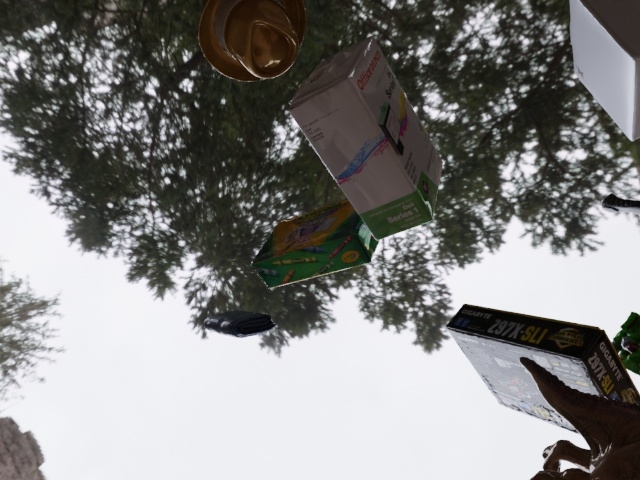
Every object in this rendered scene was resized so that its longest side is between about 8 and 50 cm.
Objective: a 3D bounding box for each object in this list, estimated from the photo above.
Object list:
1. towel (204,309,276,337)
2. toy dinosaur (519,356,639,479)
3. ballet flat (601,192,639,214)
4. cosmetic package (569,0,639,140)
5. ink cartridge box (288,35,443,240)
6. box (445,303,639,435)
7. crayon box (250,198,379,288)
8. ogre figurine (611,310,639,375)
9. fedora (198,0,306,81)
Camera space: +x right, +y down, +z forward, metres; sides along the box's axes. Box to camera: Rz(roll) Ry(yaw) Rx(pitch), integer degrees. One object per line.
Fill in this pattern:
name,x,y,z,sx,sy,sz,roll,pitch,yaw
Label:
towel,-0.122,0.125,0.812,0.067,0.119,0.029,-8,-88,-33
toy dinosaur,0.261,0.213,0.401,0.127,0.200,0.296,20,-133,-36
ballet flat,0.751,-0.090,1.310,0.057,0.173,0.049,27,-95,-27
cosmetic package,0.907,-0.542,1.410,0.393,0.329,0.327,-26,-127,13
ink cartridge box,0.090,-0.175,0.937,0.278,0.117,0.201,54,-146,-24
box,0.426,0.253,1.054,0.079,0.322,0.257,-46,-69,-20
crayon box,0.000,0.000,1.211,0.081,0.278,0.165,57,-144,-23
ogre figurine,0.674,0.219,1.160,0.097,0.197,0.118,25,-84,22
fedora,-0.091,-0.315,0.851,0.194,0.194,0.079,-26,-123,-11
